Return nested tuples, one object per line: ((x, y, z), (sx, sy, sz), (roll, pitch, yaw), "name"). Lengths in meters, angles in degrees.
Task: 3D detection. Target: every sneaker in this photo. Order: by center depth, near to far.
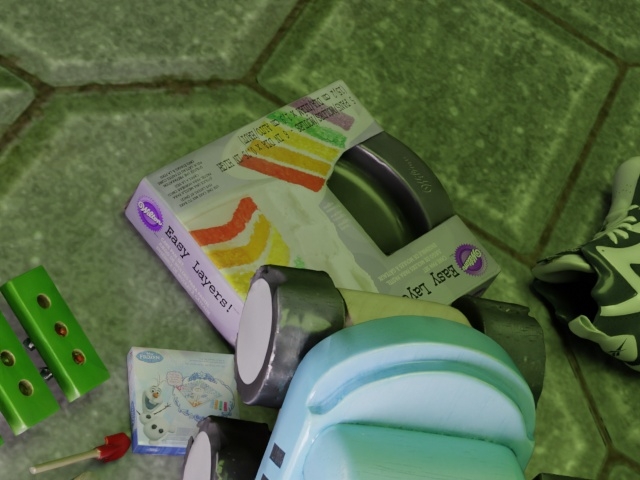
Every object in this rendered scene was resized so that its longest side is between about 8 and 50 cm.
((0.273, 0.006, 1.537), (0.153, 0.094, 0.235), (17, 62, -25), "sneaker")

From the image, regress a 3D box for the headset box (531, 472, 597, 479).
((0.266, 0.336, 1.286), (0.283, 0.131, 0.246), (10, 55, -19), "headset box")

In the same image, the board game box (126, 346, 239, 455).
((-0.112, 0.134, 1.316), (0.090, 0.020, 0.090), (7, 56, -21), "board game box")

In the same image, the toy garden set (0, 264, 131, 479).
((-0.245, 0.151, 1.202), (0.204, 0.049, 0.244), (58, 34, 0), "toy garden set")

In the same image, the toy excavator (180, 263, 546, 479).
((0.038, 0.292, 1.127), (0.222, 0.433, 0.445), (11, 26, -19), "toy excavator")

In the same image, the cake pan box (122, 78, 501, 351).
((0.000, 0.000, 1.432), (0.266, 0.070, 0.246), (-28, 75, -37), "cake pan box")
